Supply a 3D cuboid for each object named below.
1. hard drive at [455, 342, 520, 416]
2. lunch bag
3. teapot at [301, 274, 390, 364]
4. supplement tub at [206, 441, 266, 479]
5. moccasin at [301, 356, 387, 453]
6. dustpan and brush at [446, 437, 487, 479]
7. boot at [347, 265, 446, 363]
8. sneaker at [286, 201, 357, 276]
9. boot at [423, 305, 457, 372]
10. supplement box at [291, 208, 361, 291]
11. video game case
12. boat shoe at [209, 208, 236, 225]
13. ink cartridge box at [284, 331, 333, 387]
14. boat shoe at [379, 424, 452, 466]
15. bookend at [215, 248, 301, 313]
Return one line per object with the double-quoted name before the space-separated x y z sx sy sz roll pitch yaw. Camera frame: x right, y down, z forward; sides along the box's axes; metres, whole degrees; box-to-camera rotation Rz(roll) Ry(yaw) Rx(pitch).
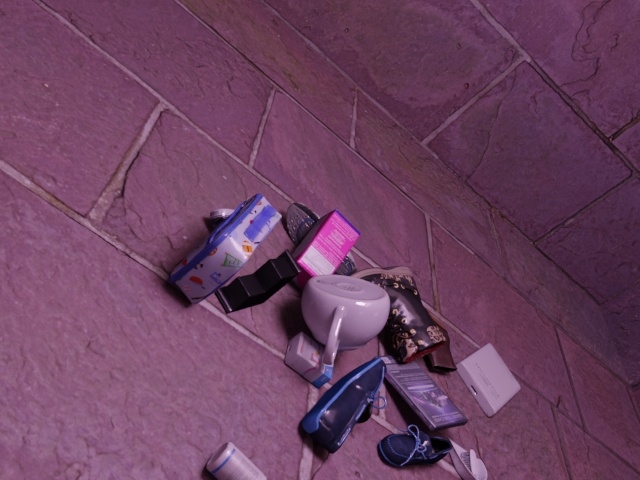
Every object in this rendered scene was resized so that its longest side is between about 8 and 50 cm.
"hard drive" 0.602 0.491 2.480 0.203 0.040 0.307 57 29 14
"lunch bag" -0.220 0.008 1.680 0.115 0.243 0.303 45 29 -9
"teapot" 0.058 0.210 1.830 0.256 0.187 0.252 1 15 -36
"supplement tub" -0.168 0.462 1.384 0.107 0.071 0.071 47 28 -5
"moccasin" 0.073 0.417 1.753 0.116 0.138 0.342 55 42 2
"dustpan and brush" 0.442 0.672 2.007 0.147 0.060 0.211 37 30 -22
"boot" 0.204 0.229 2.094 0.377 0.138 0.284 -5 58 -47
"sneaker" 0.000 0.000 2.181 0.297 0.111 0.129 51 14 -9
"boot" 0.346 0.318 2.273 0.248 0.090 0.206 23 39 -38
"supplement box" 0.001 0.033 2.011 0.114 0.111 0.220 45 59 -11
"video game case" 0.292 0.441 2.038 0.196 0.026 0.274 10 32 -50
"boat shoe" -0.211 -0.037 1.933 0.228 0.080 0.076 10 64 -54
"ink cartridge box" -0.027 0.308 1.792 0.122 0.052 0.088 39 29 -18
"boat shoe" 0.260 0.546 1.871 0.258 0.089 0.109 13 45 -48
"bookend" -0.158 0.102 1.748 0.072 0.156 0.157 57 30 13
